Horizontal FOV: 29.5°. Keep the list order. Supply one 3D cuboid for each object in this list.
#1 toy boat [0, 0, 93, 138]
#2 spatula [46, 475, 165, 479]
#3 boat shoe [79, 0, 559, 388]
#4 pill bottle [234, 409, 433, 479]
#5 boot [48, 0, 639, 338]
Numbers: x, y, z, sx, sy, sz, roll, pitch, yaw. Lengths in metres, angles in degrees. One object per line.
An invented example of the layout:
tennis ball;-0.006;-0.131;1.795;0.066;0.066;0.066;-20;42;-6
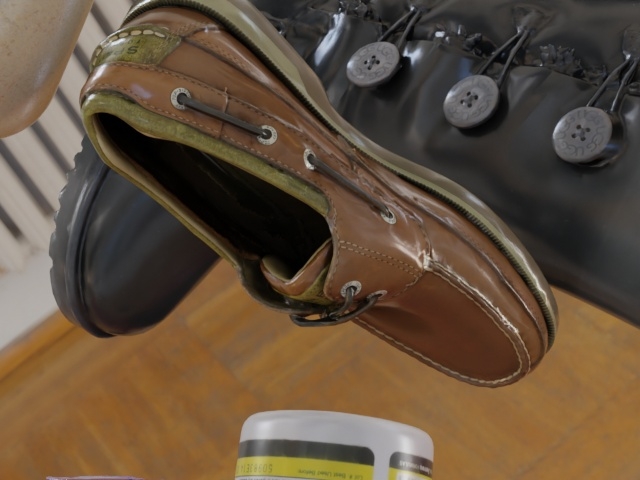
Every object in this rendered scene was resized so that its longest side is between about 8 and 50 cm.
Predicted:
toy boat;-0.246;-0.223;0.957;0.267;0.148;0.318;-63;15;18
spatula;-0.128;0.243;1.051;0.296;0.084;0.030;17;96;45
boat shoe;0.000;0.000;0.646;0.111;0.307;0.104;-36;23;42
pill bottle;0.000;0.336;1.126;0.188;0.188;0.334;-5;70;36
boot;0.053;-0.029;0.860;0.445;0.146;0.367;22;85;28
